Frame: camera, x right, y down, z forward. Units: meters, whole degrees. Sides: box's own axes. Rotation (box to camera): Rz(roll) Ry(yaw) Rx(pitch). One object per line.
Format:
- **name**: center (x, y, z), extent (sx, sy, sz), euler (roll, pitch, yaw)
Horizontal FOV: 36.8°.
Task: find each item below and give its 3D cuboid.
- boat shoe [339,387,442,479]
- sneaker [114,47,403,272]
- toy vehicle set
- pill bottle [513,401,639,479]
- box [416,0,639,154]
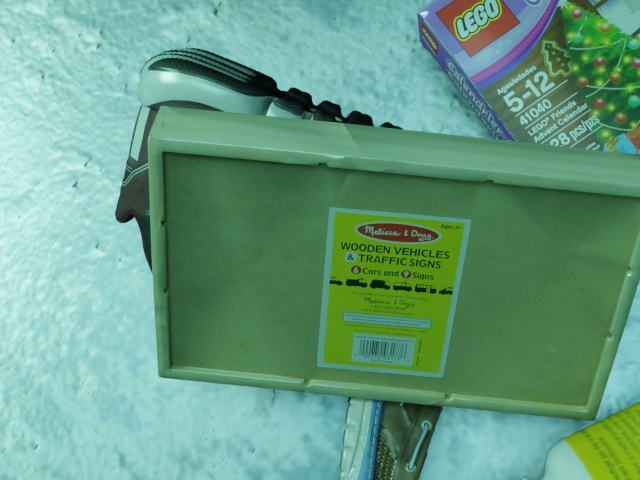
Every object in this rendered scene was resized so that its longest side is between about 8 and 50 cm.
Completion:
- **boat shoe**: center (0.040, 0.179, 0.574), extent (0.066, 0.066, 0.183), euler (5, 80, 7)
- **sneaker**: center (0.000, 0.000, 0.613), extent (0.282, 0.106, 0.162), euler (24, 107, 2)
- **toy vehicle set**: center (0.039, 0.019, 0.543), extent (0.267, 0.035, 0.165), euler (6, 124, 1)
- **pill bottle**: center (0.200, 0.146, 0.532), extent (0.209, 0.119, 0.119), euler (-26, 77, 2)
- **box**: center (0.238, -0.143, 0.613), extent (0.293, 0.057, 0.201), euler (-35, 76, 0)
